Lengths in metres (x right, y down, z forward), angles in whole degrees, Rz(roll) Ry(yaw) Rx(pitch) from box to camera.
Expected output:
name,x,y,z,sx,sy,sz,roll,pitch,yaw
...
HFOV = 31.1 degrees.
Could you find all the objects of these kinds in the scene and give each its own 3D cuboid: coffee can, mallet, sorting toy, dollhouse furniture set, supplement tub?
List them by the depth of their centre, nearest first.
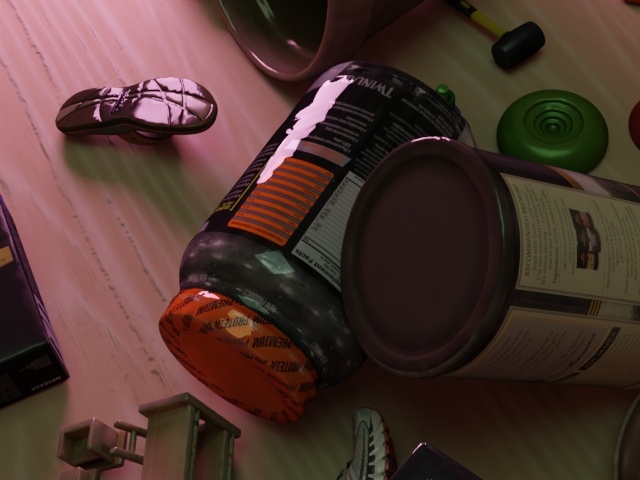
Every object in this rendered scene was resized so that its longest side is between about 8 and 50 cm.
name,x,y,z,sx,sy,sz,roll,pitch,yaw
coffee can,0.186,0.030,1.032,0.275,0.201,0.201,9,44,-37
dollhouse furniture set,-0.167,0.260,1.078,0.161,0.101,0.182,-17,50,25
supplement tub,0.000,0.000,1.150,0.207,0.207,0.338,24,61,22
sorting toy,0.286,-0.154,1.276,0.365,0.126,0.127,-5,54,3
mallet,0.190,-0.273,1.433,0.062,0.039,0.189,-41,55,-18

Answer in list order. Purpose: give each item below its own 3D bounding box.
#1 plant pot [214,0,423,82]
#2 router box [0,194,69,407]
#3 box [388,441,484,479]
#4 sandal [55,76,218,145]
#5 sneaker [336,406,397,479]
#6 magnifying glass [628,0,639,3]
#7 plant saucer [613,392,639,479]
name,x,y,z,sx,sy,sz,roll,pitch,yaw
plant pot,0.039,-0.383,1.377,0.280,0.323,0.323,-23,54,-24
router box,-0.451,0.096,1.215,0.308,0.081,0.243,-22,55,-9
box,0.011,0.352,0.781,0.097,0.395,0.318,32,65,24
sandal,-0.216,-0.143,1.378,0.219,0.060,0.090,-4,47,22
sneaker,0.018,0.252,1.041,0.092,0.088,0.225,6,55,13
magnifying glass,0.487,-0.286,1.410,0.231,0.026,0.092,16,58,16
plant saucer,0.420,0.230,1.030,0.310,0.050,0.311,-4,55,5
